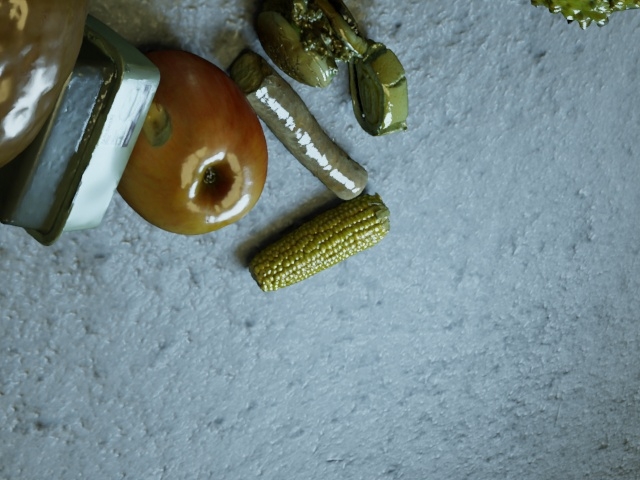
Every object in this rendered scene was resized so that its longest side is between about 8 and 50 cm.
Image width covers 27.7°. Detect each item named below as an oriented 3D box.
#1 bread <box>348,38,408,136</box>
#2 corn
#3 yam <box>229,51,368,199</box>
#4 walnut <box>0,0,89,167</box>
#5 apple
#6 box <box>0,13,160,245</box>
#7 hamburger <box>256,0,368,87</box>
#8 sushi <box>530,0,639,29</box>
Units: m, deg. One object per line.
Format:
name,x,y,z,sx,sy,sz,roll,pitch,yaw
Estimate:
bread,0.092,-0.239,2.036,0.064,0.117,0.156,-21,133,-21
corn,0.001,0.004,2.187,0.260,0.091,0.091,-26,118,-12
yam,-0.026,-0.168,2.036,0.081,0.081,0.357,-45,138,2
walnut,-0.446,-0.251,1.464,0.398,0.354,0.308,-56,165,12
apple,-0.187,-0.136,1.818,0.242,0.241,0.242,-19,134,-21
box,-0.356,-0.158,1.695,0.166,0.220,0.290,-2,124,-51
hamburger,-0.017,-0.302,1.877,0.131,0.159,0.185,-37,157,-3
sushi,0.407,-0.508,1.861,0.351,0.396,0.240,-45,135,-6
